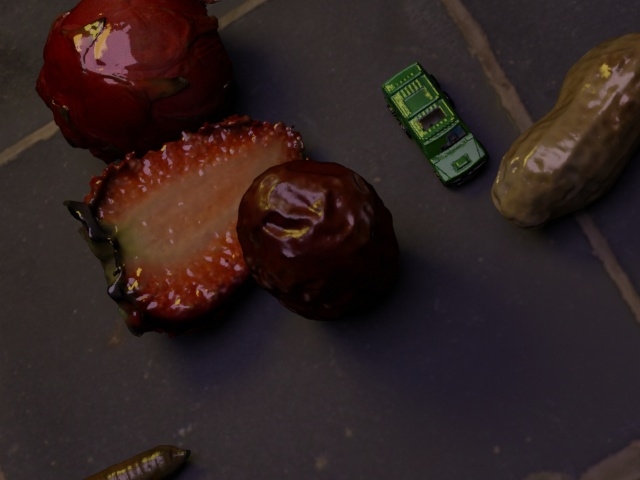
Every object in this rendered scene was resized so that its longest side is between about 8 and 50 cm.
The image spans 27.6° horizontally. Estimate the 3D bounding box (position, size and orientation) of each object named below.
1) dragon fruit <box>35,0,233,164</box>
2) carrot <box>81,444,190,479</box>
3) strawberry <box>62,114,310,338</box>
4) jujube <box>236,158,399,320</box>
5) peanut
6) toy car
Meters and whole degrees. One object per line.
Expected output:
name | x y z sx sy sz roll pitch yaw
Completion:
dragon fruit | -0.236 -0.216 1.670 0.252 0.241 0.241 0 69 9
carrot | -0.305 0.328 1.575 0.342 0.070 0.070 -25 62 5
strawberry | -0.144 -0.017 1.625 0.306 0.138 0.233 -27 80 -17
jujube | 0.000 0.000 1.472 0.174 0.250 0.174 -5 72 17
peanut | 0.308 -0.129 1.469 0.290 0.130 0.130 -47 61 -2
toy car | 0.137 -0.142 1.578 0.071 0.062 0.165 -35 61 6
